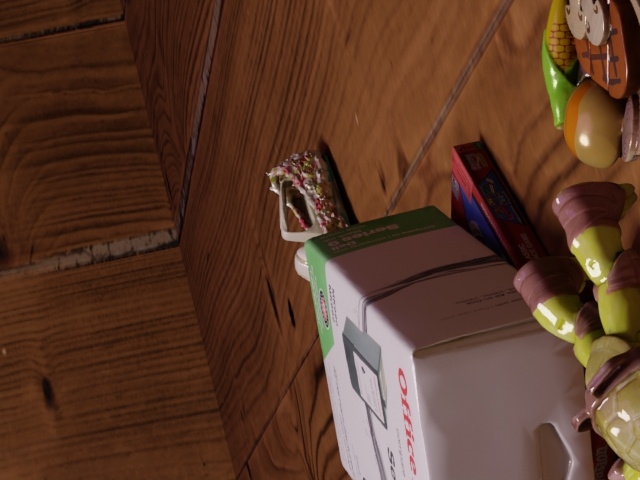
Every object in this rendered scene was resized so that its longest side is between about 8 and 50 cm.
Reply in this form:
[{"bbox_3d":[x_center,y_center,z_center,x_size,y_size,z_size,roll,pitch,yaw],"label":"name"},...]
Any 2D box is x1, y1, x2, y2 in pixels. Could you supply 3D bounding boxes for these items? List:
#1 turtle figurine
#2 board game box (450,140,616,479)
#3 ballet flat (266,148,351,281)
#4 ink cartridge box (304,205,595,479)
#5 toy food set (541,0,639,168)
[{"bbox_3d":[0.183,0.088,1.001,0.269,0.087,0.217,91,161,-50],"label":"turtle figurine"},{"bbox_3d":[0.156,0.065,1.291,0.281,0.027,0.145,-114,15,-46],"label":"board game box"},{"bbox_3d":[0.000,0.000,1.865,0.091,0.077,0.241,91,162,-47],"label":"ballet flat"},{"bbox_3d":[0.092,0.117,1.270,0.289,0.121,0.211,-135,34,-70],"label":"ink cartridge box"},{"bbox_3d":[0.168,-0.102,1.020,0.192,0.038,0.132,-126,26,-64],"label":"toy food set"}]
